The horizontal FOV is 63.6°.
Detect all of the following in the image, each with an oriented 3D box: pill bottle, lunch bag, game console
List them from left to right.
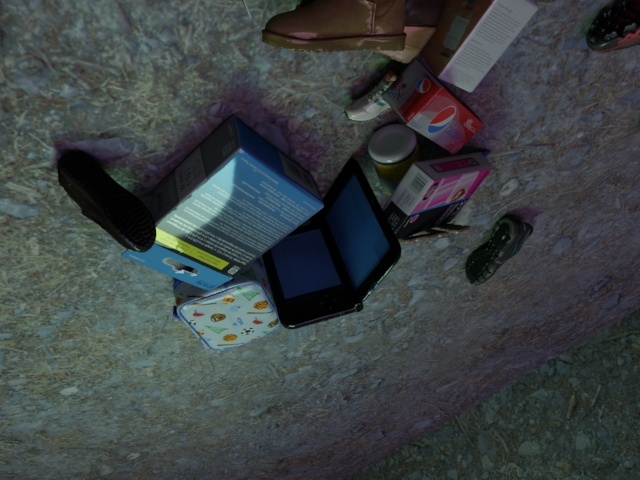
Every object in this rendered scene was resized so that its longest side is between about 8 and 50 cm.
[{"bbox_3d":[-0.239,0.165,1.326,0.243,0.115,0.303,-18,143,-1],"label":"lunch bag"},{"bbox_3d":[0.000,0.000,1.089,0.250,0.293,0.173,-14,141,-8],"label":"game console"},{"bbox_3d":[0.174,-0.159,1.133,0.103,0.103,0.184,-25,143,5],"label":"pill bottle"}]

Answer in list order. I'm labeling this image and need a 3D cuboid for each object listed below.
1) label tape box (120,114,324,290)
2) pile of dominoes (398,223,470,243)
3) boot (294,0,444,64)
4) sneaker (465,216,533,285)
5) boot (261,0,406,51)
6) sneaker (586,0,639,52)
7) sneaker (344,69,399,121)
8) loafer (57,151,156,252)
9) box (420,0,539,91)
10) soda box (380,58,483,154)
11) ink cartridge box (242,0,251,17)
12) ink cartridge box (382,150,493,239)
[{"bbox_3d":[-0.205,-0.057,1.072,0.347,0.115,0.249,-36,139,21],"label":"label tape box"},{"bbox_3d":[0.227,-0.010,1.249,0.195,0.251,0.040,-9,99,-19],"label":"pile of dominoes"},{"bbox_3d":[0.096,-0.415,0.829,0.248,0.090,0.207,7,120,-26],"label":"boot"},{"bbox_3d":[0.537,0.043,1.554,0.106,0.101,0.267,0,138,-28],"label":"sneaker"},{"bbox_3d":[0.030,-0.410,0.720,0.236,0.089,0.270,-9,119,-20],"label":"boot"},{"bbox_3d":[0.669,-0.434,1.038,0.276,0.098,0.135,-26,140,4],"label":"sneaker"},{"bbox_3d":[0.118,-0.287,0.992,0.161,0.057,0.075,-20,141,-9],"label":"sneaker"},{"bbox_3d":[-0.392,-0.064,0.951,0.220,0.080,0.078,50,136,-8],"label":"loafer"},{"bbox_3d":[0.257,-0.372,0.892,0.091,0.130,0.170,10,132,-33],"label":"box"},{"bbox_3d":[0.225,-0.249,1.000,0.092,0.083,0.263,-45,155,22],"label":"soda box"},{"bbox_3d":[-0.107,-0.411,0.694,0.060,0.104,0.180,-22,143,-1],"label":"ink cartridge box"},{"bbox_3d":[0.273,-0.106,1.159,0.370,0.069,0.176,-19,148,-49],"label":"ink cartridge box"}]
